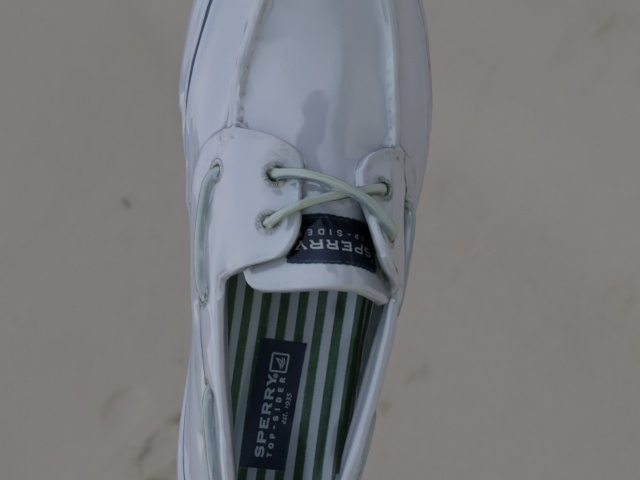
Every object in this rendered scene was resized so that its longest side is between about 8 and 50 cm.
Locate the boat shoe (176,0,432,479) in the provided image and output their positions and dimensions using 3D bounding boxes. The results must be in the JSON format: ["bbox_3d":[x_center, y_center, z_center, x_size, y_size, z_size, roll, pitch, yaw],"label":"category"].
[{"bbox_3d":[0.000,0.000,0.565,0.083,0.226,0.076,-1,14,-14],"label":"boat shoe"}]
